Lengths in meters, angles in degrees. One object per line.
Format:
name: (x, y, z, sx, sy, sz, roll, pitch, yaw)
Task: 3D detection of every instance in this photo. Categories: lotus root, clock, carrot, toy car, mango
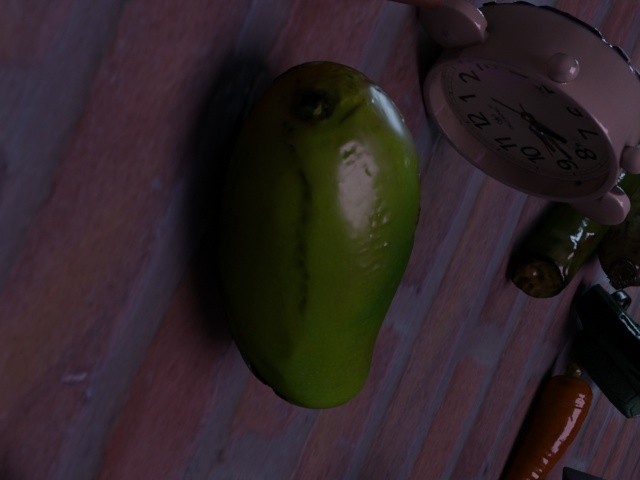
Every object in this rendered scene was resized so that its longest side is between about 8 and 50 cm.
lotus root: (0.375, -0.011, 1.593, 0.179, 0.081, 0.089, -54, 151, -36)
clock: (0.153, -0.097, 0.956, 0.229, 0.156, 0.063, 44, 65, -27)
carrot: (0.249, 0.260, 1.594, 0.256, 0.061, 0.061, -62, 156, -8)
toy car: (0.384, 0.151, 1.701, 0.097, 0.141, 0.321, -39, 156, 3)
mango: (0.000, 0.000, 0.778, 0.125, 0.111, 0.233, -41, 144, -35)

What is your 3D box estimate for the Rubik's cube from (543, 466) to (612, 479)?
Rubik's cube: (0.311, 0.420, 1.665, 0.265, 0.224, 0.213, -60, 157, -31)

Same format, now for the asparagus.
asparagus: (0.277, -0.035, 1.390, 0.277, 0.060, 0.067, -47, 139, -40)

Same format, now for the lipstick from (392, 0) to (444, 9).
lipstick: (0.028, -0.161, 0.775, 0.145, 0.045, 0.045, -6, 114, -62)
